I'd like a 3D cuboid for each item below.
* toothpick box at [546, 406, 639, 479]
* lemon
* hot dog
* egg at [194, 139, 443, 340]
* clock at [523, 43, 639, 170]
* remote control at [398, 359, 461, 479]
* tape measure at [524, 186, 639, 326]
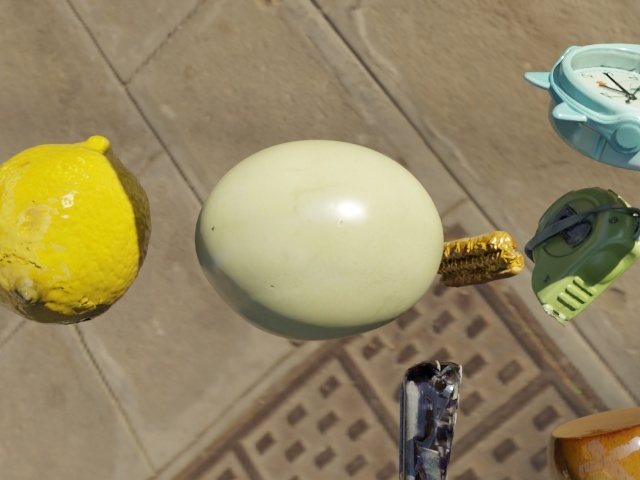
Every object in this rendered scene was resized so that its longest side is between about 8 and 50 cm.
[{"bbox_3d":[0.361,0.346,1.128,0.192,0.192,0.294,-15,87,26],"label":"toothpick box"},{"bbox_3d":[-0.334,-0.014,1.309,0.228,0.228,0.253,18,60,29],"label":"lemon"},{"bbox_3d":[0.217,0.028,1.390,0.165,0.045,0.071,-15,102,56],"label":"hot dog"},{"bbox_3d":[0.000,0.000,1.080,0.269,0.219,0.219,7,86,-9],"label":"egg"},{"bbox_3d":[0.406,-0.175,1.321,0.223,0.274,0.094,-106,20,-52],"label":"clock"},{"bbox_3d":[0.107,0.261,1.094,0.066,0.090,0.266,7,90,10],"label":"remote control"},{"bbox_3d":[0.397,0.002,1.524,0.200,0.106,0.175,-47,31,21],"label":"tape measure"}]
